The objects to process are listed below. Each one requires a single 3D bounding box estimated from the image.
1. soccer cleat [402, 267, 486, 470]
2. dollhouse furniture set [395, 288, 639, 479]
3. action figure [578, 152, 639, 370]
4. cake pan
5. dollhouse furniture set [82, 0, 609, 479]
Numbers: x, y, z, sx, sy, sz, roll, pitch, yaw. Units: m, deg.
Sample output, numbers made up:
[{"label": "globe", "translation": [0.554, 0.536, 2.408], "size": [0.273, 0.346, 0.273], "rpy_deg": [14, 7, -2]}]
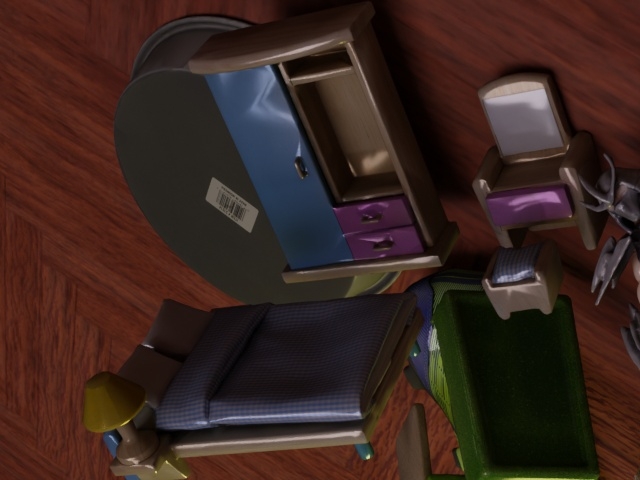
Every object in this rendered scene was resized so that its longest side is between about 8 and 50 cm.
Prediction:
[{"label": "soccer cleat", "translation": [0.164, 0.146, 1.201], "size": [0.121, 0.093, 0.289], "rpy_deg": [-16, 115, 43]}, {"label": "dollhouse furniture set", "translation": [0.222, 0.159, 1.125], "size": [0.302, 0.151, 0.197], "rpy_deg": [3, 142, -12]}, {"label": "action figure", "translation": [0.288, 0.030, 0.952], "size": [0.285, 0.099, 0.185], "rpy_deg": [33, 136, 9]}, {"label": "cake pan", "translation": [-0.060, -0.049, 1.249], "size": [0.293, 0.054, 0.293], "rpy_deg": [26, 141, 23]}, {"label": "dollhouse furniture set", "translation": [0.000, 0.000, 0.977], "size": [0.286, 0.303, 0.198], "rpy_deg": [-8, 121, 30]}]
